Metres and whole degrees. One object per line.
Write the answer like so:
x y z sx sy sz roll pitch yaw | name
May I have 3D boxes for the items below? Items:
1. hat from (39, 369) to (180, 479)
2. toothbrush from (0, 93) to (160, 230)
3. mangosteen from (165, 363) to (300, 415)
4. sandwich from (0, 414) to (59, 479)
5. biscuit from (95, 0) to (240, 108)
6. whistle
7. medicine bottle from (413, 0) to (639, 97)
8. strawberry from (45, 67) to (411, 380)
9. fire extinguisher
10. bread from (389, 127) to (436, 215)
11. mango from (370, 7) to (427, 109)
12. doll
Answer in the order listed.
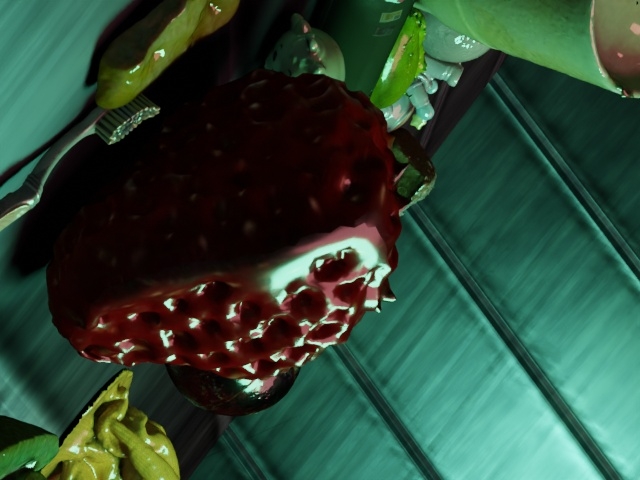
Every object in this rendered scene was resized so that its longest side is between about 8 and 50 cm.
-0.257 0.349 1.965 0.244 0.233 0.233 -53 174 12 | hat
-0.259 -0.012 1.040 0.375 0.037 0.028 -45 167 -33 | toothbrush
-0.138 0.144 1.936 0.216 0.216 0.216 -52 173 -9 | mangosteen
-0.386 0.335 1.385 0.301 0.162 0.250 -56 168 7 | sandwich
-0.105 -0.203 1.067 0.174 0.039 0.183 -44 168 -39 | biscuit
-0.023 -0.168 1.517 0.092 0.110 0.244 -16 163 -12 | whistle
0.237 -0.325 1.504 0.236 0.406 0.235 -18 122 -32 | medicine bottle
-0.105 -0.005 1.301 0.345 0.295 0.317 -12 171 -26 | strawberry
0.048 -0.264 1.517 0.114 0.095 0.311 -14 155 -25 | fire extinguisher
0.000 0.000 2.076 0.416 0.113 0.165 -41 -178 17 | bread
0.083 -0.247 1.779 0.119 0.100 0.178 -39 162 -33 | mango
0.142 -0.267 1.952 0.287 0.151 0.151 -48 175 23 | doll
